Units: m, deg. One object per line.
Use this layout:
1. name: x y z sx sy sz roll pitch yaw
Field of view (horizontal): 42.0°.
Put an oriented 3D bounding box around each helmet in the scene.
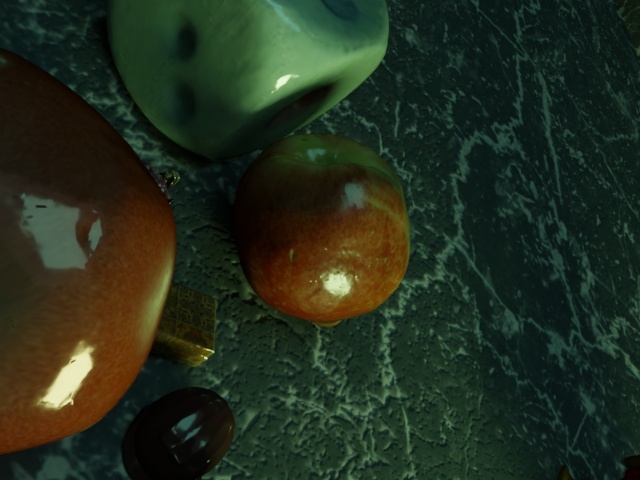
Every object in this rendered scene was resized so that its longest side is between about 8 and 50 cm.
1. helmet: -0.139 0.203 0.871 0.098 0.070 0.123 55 39 -3

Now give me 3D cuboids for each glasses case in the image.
1. glasses case: -0.215 0.068 0.899 0.218 0.049 0.075 26 43 -32

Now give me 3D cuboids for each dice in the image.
1. dice: -0.092 -0.279 1.078 0.264 0.268 0.263 -28 87 -49

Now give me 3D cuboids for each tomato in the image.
1. tomato: -0.283 0.009 0.642 0.341 0.341 0.273 44 1 -15

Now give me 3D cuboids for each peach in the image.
1. peach: 0.000 0.000 1.042 0.232 0.257 0.232 4 34 -3

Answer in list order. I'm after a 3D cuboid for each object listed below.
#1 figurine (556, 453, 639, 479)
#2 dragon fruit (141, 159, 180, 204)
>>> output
1. figurine: 0.506 0.503 1.196 0.400 0.268 0.387 12 69 -1
2. dragon fruit: -0.234 -0.042 0.944 0.112 0.068 0.126 33 57 -10
